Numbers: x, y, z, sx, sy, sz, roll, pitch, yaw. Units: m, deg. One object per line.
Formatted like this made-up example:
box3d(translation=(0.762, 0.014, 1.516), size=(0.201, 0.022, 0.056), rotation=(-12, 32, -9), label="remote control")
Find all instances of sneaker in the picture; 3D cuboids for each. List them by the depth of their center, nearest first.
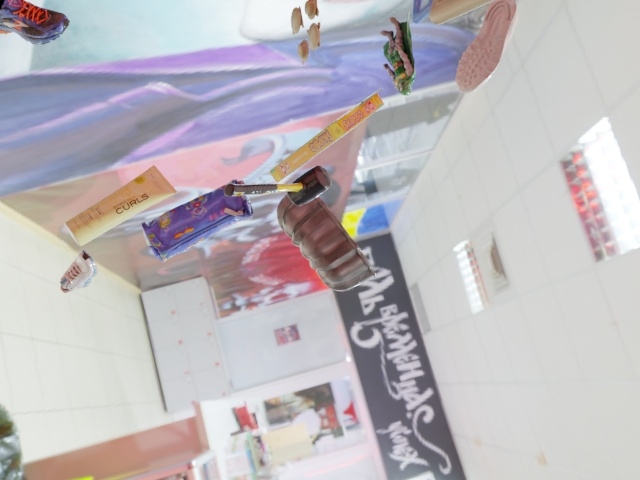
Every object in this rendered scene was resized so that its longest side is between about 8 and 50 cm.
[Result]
box3d(translation=(-0.660, -0.496, 1.462), size=(0.087, 0.221, 0.083), rotation=(86, 17, -60), label="sneaker")
box3d(translation=(0.400, -0.447, 1.562), size=(0.090, 0.235, 0.095), rotation=(31, 4, 20), label="sneaker")
box3d(translation=(-0.664, 0.096, 1.801), size=(0.071, 0.083, 0.191), rotation=(50, -40, 8), label="sneaker")

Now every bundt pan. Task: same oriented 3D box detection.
box3d(translation=(0.000, 0.000, 1.720), size=(0.331, 0.124, 0.331), rotation=(53, -2, 3), label="bundt pan")

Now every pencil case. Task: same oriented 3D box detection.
box3d(translation=(-0.322, -0.053, 1.765), size=(0.119, 0.306, 0.133), rotation=(65, -3, -31), label="pencil case")

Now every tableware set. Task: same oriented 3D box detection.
box3d(translation=(-0.035, -0.524, 1.639), size=(0.168, 0.020, 0.141), rotation=(169, -86, -66), label="tableware set")

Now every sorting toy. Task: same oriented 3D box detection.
box3d(translation=(0.253, -0.482, 1.111), size=(0.347, 0.047, 0.196), rotation=(0, -105, 61), label="sorting toy")

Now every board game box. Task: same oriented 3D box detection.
box3d(translation=(0.013, -0.192, 1.225), size=(0.039, 0.124, 0.259), rotation=(52, -37, -5), label="board game box")

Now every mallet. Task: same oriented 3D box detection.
box3d(translation=(-0.051, -0.074, 0.872), size=(0.189, 0.062, 0.039), rotation=(-5, 68, -62), label="mallet")

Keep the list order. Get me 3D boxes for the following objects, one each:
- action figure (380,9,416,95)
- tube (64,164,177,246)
box3d(translation=(0.201, -0.460, 1.686), size=(0.137, 0.063, 0.232), rotation=(126, -37, -52), label="action figure")
box3d(translation=(-0.441, -0.077, 1.454), size=(0.062, 0.240, 0.070), rotation=(14, -46, 59), label="tube")
